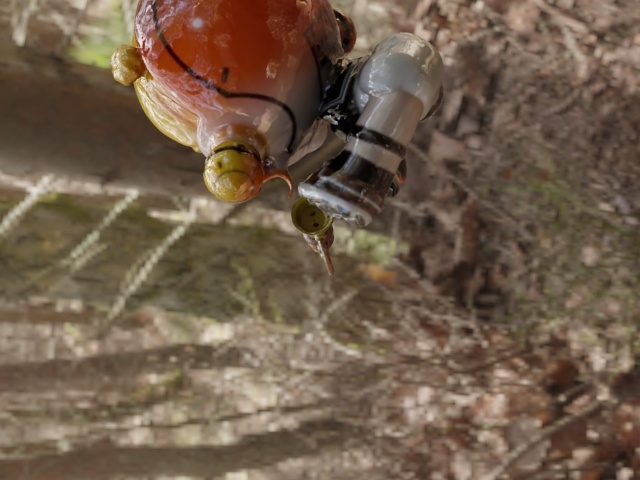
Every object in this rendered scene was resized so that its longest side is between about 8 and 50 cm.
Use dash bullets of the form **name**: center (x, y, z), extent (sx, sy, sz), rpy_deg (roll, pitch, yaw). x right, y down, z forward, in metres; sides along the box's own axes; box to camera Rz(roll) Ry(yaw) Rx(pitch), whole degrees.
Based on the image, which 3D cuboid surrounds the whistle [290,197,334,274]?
- **whistle**: center (0.004, -0.004, 1.605), extent (0.057, 0.109, 0.046), rpy_deg (40, 79, 22)

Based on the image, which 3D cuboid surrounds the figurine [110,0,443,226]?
- **figurine**: center (-0.047, -0.169, 1.455), extent (0.323, 0.320, 0.196), rpy_deg (21, 130, 6)
